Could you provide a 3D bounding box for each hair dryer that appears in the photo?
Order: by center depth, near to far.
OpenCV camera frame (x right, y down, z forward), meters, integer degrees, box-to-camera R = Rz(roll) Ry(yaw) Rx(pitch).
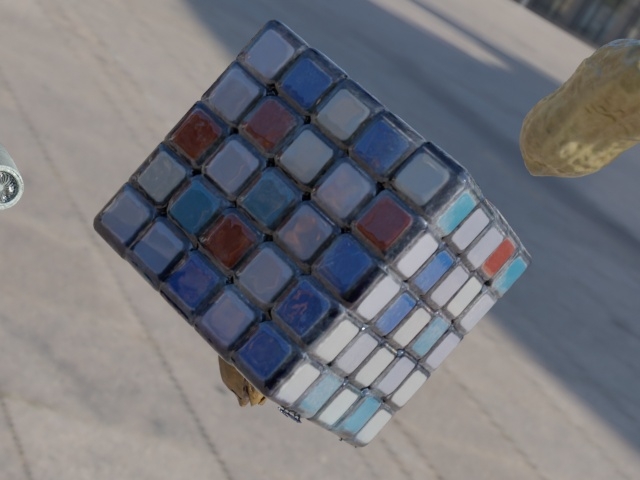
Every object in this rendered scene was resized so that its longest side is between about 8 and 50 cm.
[{"bbox_3d":[-0.367,-0.081,1.375,0.183,0.044,0.155,15,7,-21],"label":"hair dryer"}]

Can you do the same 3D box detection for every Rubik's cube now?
[{"bbox_3d":[0.000,0.000,1.553,0.287,0.293,0.292,43,3,27],"label":"Rubik's cube"}]

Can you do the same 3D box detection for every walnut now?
[{"bbox_3d":[-0.107,0.175,2.556,0.137,0.245,0.137,8,27,-4],"label":"walnut"}]

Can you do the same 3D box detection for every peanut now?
[{"bbox_3d":[0.398,-0.188,2.077,0.143,0.291,0.159,46,50,-5],"label":"peanut"}]
